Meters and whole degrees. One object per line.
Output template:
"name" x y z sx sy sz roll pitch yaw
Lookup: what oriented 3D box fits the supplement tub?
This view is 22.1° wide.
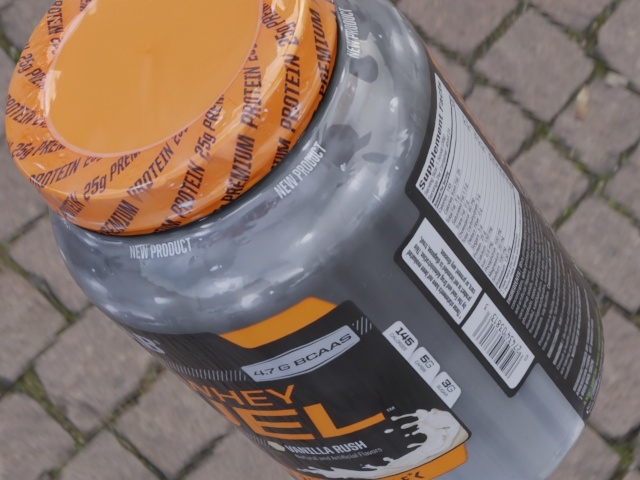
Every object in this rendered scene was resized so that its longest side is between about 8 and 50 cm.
"supplement tub" 0.000 0.000 0.480 0.117 0.190 0.117 -17 51 22
